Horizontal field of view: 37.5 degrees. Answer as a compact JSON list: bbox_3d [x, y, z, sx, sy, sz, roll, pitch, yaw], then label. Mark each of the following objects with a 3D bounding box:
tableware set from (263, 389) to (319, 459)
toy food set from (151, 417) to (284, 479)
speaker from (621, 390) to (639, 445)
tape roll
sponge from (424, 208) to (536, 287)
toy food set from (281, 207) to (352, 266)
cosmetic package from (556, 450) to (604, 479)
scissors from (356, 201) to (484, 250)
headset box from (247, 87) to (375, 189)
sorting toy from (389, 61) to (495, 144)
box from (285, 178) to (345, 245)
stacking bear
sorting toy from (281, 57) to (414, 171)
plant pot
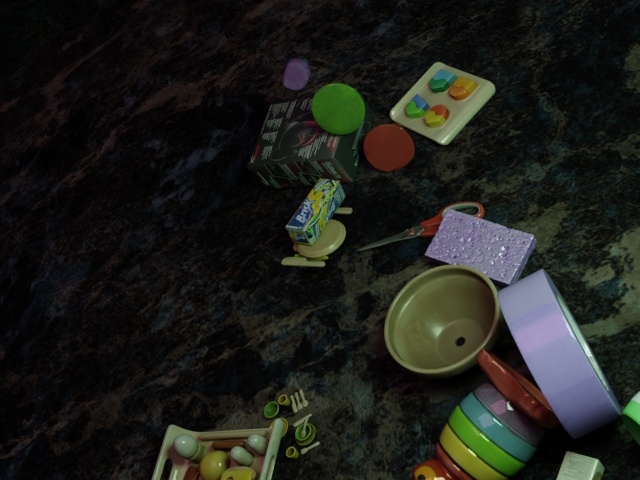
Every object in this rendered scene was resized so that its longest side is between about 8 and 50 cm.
[{"bbox_3d":[-0.066,0.382,1.949,0.104,0.024,0.154,-32,44,11],"label":"tableware set"},{"bbox_3d":[-0.222,0.474,1.926,0.306,0.092,0.220,-12,51,36],"label":"toy food set"},{"bbox_3d":[0.623,0.225,1.479,0.296,0.131,0.131,-36,43,-5],"label":"speaker"},{"bbox_3d":[0.400,0.188,1.581,0.090,0.275,0.275,-29,45,15],"label":"tape roll"},{"bbox_3d":[0.325,0.015,1.934,0.210,0.031,0.117,21,74,37],"label":"sponge"},{"bbox_3d":[0.000,0.000,2.200,0.132,0.038,0.192,4,49,32],"label":"toy food set"},{"bbox_3d":[0.420,0.414,1.559,0.060,0.041,0.115,10,64,40],"label":"cosmetic package"},{"bbox_3d":[0.218,-0.027,2.073,0.297,0.021,0.109,-6,57,34],"label":"scissors"},{"bbox_3d":[-0.011,-0.250,2.344,0.293,0.110,0.218,-4,55,34],"label":"headset box"},{"bbox_3d":[0.285,-0.334,2.250,0.193,0.038,0.208,-47,43,-5],"label":"sorting toy"},{"bbox_3d":[-0.010,-0.067,2.203,0.059,0.054,0.169,10,51,35],"label":"box"},{"bbox_3d":[0.268,0.362,1.629,0.289,0.164,0.175,-51,45,7],"label":"stacking bear"},{"bbox_3d":[0.074,-0.316,2.222,0.127,0.365,0.126,-49,9,34],"label":"sorting toy"},{"bbox_3d":[0.251,0.172,1.823,0.237,0.110,0.237,-19,49,23],"label":"plant pot"}]
